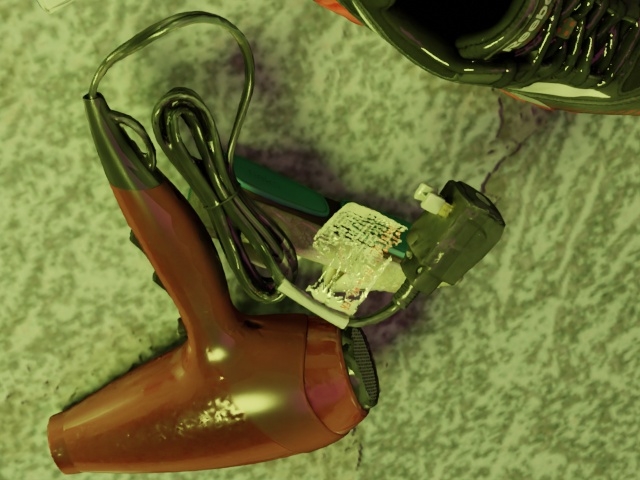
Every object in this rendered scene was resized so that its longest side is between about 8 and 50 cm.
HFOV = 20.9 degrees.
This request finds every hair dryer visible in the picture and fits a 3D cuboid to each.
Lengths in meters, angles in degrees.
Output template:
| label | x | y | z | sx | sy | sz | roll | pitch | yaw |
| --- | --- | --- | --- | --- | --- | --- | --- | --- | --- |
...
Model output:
| label | x | y | z | sx | sy | sz | roll | pitch | yaw |
| --- | --- | --- | --- | --- | --- | --- | --- | --- | --- |
| hair dryer | -0.059 | 0.027 | 0.952 | 0.224 | 0.080 | 0.293 | 31 | 115 | -7 |

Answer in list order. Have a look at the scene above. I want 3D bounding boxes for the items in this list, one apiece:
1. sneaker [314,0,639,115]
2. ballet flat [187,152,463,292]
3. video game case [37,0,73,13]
| label | x | y | z | sx | sy | sz | roll | pitch | yaw |
| --- | --- | --- | --- | --- | --- | --- | --- | --- | --- |
| sneaker | 0.111 | -0.120 | 0.927 | 0.276 | 0.135 | 0.097 | 19 | 104 | -27 |
| ballet flat | 0.000 | 0.000 | 0.994 | 0.168 | 0.057 | 0.052 | 23 | 115 | -16 |
| video game case | -0.087 | -0.283 | 0.825 | 0.244 | 0.061 | 0.269 | -28 | 119 | -3 |
